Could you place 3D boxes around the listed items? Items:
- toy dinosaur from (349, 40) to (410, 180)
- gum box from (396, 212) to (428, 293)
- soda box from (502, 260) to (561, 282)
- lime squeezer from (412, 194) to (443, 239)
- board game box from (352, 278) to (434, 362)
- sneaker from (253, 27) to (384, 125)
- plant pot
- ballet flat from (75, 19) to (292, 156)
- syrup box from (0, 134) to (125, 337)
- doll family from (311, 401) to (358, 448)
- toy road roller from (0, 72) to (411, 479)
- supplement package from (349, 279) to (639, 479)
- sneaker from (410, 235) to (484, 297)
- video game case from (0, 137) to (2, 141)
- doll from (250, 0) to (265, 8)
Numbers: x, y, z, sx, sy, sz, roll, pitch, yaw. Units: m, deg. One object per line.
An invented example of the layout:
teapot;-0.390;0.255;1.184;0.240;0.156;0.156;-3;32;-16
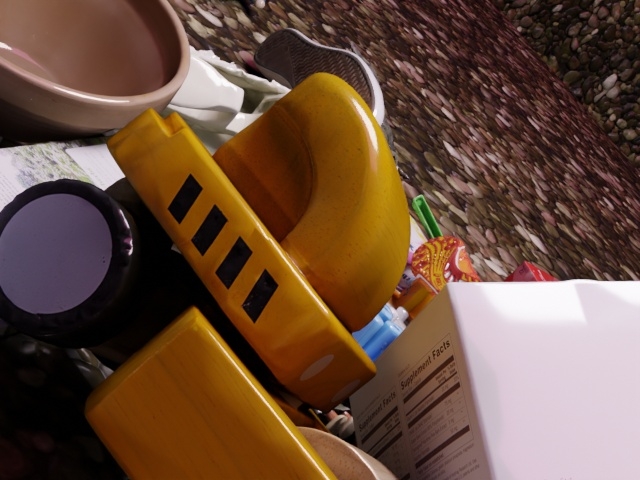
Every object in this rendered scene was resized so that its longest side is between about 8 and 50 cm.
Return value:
toy dinosaur;0.074;-0.145;1.517;0.118;0.064;0.268;65;17;-48
gum box;0.056;-0.023;1.305;0.107;0.062;0.188;20;31;-43
soda box;0.302;0.150;1.375;0.092;0.083;0.263;26;27;-36
lime squeezer;0.202;0.086;1.300;0.058;0.110;0.310;-20;60;-30
board game box;0.186;0.190;1.054;0.390;0.050;0.390;46;10;7
sneaker;0.020;-0.180;1.433;0.123;0.106;0.290;50;1;-38
plant pot;-0.232;-0.156;0.887;0.237;0.110;0.237;27;35;-21
ballet flat;-0.094;-0.115;1.108;0.408;0.147;0.147;19;31;-34
syrup box;-0.204;-0.004;0.796;0.093;0.096;0.237;46;24;10
doll family;0.000;0.127;0.931;0.111;0.076;0.193;46;14;35
toy road roller;-0.019;0.053;0.676;0.329;0.240;0.202;51;-1;19
supplement package;0.160;0.185;0.746;0.199;0.198;0.263;0;62;-20
sneaker;0.138;0.052;1.146;0.175;0.064;0.067;-110;175;-59
video game case;-0.420;-0.227;0.922;0.329;0.036;0.300;27;27;-34
doll;-0.135;-0.393;1.682;0.129;0.046;0.189;36;15;9
